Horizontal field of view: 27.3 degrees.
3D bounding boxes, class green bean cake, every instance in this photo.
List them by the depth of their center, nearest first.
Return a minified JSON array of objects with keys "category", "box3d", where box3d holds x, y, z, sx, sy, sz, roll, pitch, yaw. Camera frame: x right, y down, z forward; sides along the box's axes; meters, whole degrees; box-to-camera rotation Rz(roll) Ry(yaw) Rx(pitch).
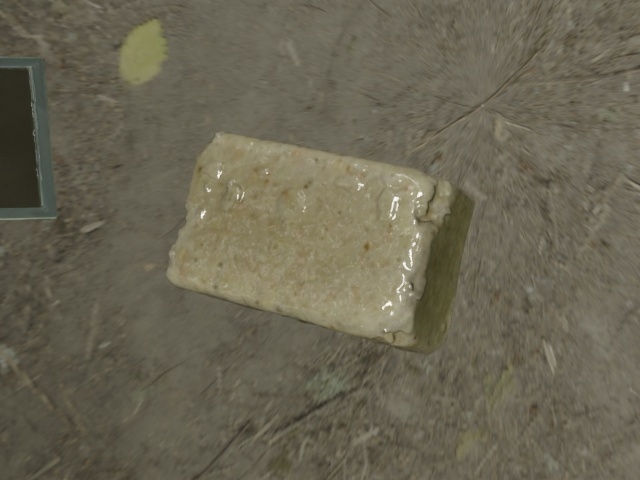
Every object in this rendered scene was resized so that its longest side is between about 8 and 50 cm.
[{"category":"green bean cake","box3d":[0.000,0.000,0.839,0.179,0.085,0.109,14,86,29]}]

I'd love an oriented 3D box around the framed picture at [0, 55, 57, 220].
[{"category":"framed picture","box3d":[-0.378,-0.094,1.225,0.252,0.014,0.197,-2,58,-17]}]
